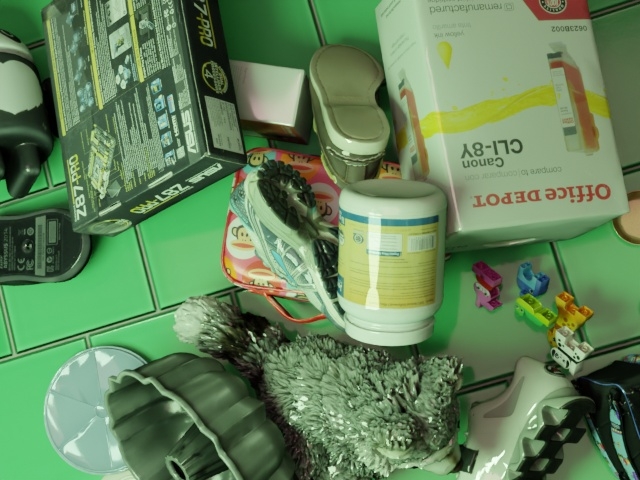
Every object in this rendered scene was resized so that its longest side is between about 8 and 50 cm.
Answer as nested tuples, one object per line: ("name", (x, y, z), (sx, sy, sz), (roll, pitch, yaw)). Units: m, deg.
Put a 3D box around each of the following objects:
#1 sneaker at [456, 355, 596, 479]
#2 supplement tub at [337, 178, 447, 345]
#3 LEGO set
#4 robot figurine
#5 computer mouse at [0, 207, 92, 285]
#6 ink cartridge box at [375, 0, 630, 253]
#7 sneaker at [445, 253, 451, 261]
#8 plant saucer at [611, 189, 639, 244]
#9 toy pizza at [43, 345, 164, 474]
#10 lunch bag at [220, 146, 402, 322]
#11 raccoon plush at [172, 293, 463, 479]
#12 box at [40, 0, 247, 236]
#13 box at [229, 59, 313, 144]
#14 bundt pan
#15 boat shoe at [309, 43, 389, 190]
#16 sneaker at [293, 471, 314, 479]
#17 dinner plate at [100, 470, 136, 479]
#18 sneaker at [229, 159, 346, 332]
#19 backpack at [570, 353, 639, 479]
("sneaker", (0.255, 0.314, 1.600), (0.330, 0.122, 0.146), (-57, 43, 15))
("supplement tub", (0.095, 0.027, 1.478), (0.144, 0.144, 0.199), (4, 106, 10))
("LEGO set", (0.325, 0.117, 1.623), (0.087, 0.093, 0.227), (-23, 46, -28))
("robot figurine", (-0.522, -0.206, 1.753), (0.174, 0.209, 0.278), (-22, 69, 14))
("computer mouse", (-0.474, 0.005, 1.785), (0.272, 0.072, 0.188), (2, 84, 22))
("ink cartridge box", (0.259, -0.191, 1.594), (0.279, 0.160, 0.384), (-6, 81, -18))
("sneaker", (0.198, -0.015, 1.691), (0.042, 0.067, 0.118), (30, 58, 14))
("plant saucer", (0.479, -0.033, 1.655), (0.083, 0.015, 0.083), (-1, 82, 9))
("toy pizza", (-0.338, 0.267, 1.739), (0.201, 0.032, 0.201), (-2, 81, 9))
("lunch bag", (0.000, 0.000, 1.676), (0.293, 0.120, 0.258), (9, 84, 10))
("raccoon plush", (-0.011, 0.200, 1.515), (0.446, 0.299, 0.216), (21, 68, -1))
("box", (-0.279, -0.241, 1.677), (0.318, 0.097, 0.394), (-25, 69, 34))
("box", (-0.103, -0.217, 1.718), (0.171, 0.130, 0.091), (10, 83, 11))
("bundt pan", (-0.162, 0.297, 1.585), (0.124, 0.331, 0.331), (-35, 75, -34))
("boat shoe", (0.040, -0.190, 1.641), (0.117, 0.324, 0.096), (3, 125, -8))
("sneaker", (0.021, 0.390, 1.638), (0.217, 0.079, 0.121), (9, 85, 12))
("dinner plate", (-0.288, 0.413, 1.719), (0.141, 0.017, 0.141), (-1, 83, 10))
("sneaker", (-0.024, 0.016, 1.586), (0.110, 0.122, 0.283), (-41, 101, -39))
("backpack", (0.450, 0.262, 1.552), (0.117, 0.158, 0.173), (-22, 93, -12))
